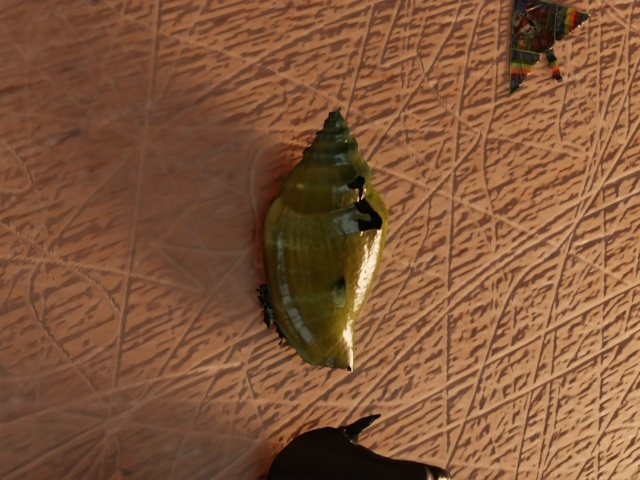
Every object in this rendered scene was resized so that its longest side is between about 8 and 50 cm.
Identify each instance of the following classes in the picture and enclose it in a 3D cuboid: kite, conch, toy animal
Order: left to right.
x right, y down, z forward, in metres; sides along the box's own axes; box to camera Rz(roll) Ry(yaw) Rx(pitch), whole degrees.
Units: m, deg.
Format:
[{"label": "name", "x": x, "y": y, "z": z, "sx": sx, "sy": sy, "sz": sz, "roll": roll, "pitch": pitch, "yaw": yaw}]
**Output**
[{"label": "conch", "x": 0.002, "y": -0.001, "z": 0.967, "sx": 0.095, "sy": 0.079, "sz": 0.201, "roll": 11, "pitch": 95, "yaw": -13}, {"label": "toy animal", "x": 0.011, "y": 0.253, "z": 0.936, "sx": 0.114, "sy": 0.146, "sz": 0.245, "roll": 59, "pitch": 40, "yaw": -51}, {"label": "kite", "x": 0.195, "y": -0.179, "z": 1.113, "sx": 0.122, "sy": 0.004, "sz": 0.090, "roll": -39, "pitch": 110, "yaw": -24}]
